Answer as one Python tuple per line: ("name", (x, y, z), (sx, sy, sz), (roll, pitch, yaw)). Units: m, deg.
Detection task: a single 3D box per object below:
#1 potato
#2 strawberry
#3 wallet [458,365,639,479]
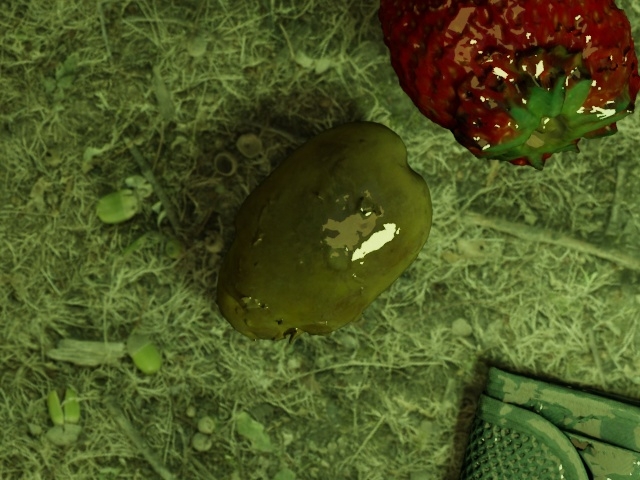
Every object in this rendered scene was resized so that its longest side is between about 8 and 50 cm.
("potato", (0.000, 0.000, 1.366), (0.191, 0.141, 0.296), (44, 103, 4))
("strawberry", (0.197, -0.229, 1.270), (0.238, 0.250, 0.288), (-23, 67, 16))
("wallet", (0.271, 0.339, 1.400), (0.237, 0.075, 0.342), (14, 98, 9))
